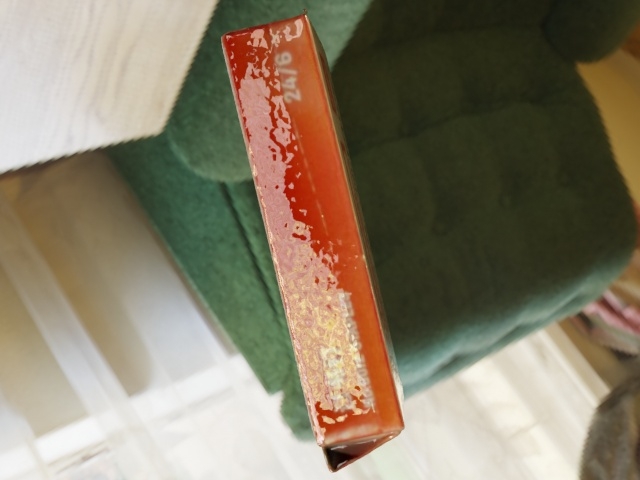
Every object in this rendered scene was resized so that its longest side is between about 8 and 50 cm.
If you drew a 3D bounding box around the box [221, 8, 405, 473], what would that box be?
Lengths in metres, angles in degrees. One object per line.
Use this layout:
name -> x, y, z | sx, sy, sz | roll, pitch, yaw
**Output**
box -> 0.001, 0.000, 0.631 | 0.050, 0.229, 0.123 | -13, 180, 5
